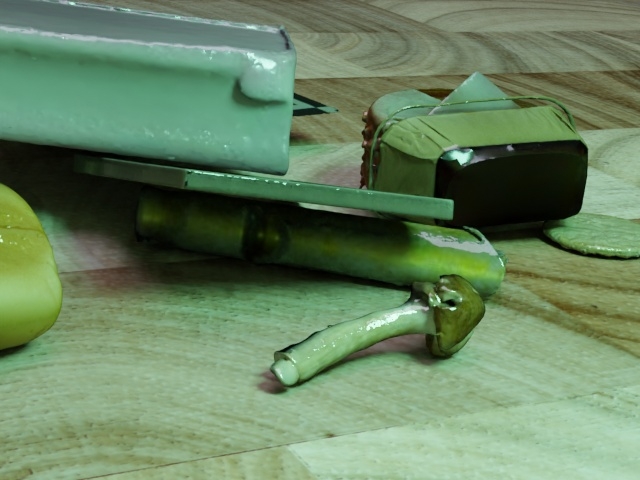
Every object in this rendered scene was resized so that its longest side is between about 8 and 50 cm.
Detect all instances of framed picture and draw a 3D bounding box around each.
[{"bbox_3d":[-0.063,-0.049,1.172,0.241,0.020,0.324,6,3,-27],"label":"framed picture"}]

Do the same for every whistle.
[{"bbox_3d":[0.000,-0.001,1.160,0.327,0.057,0.068,8,19,6],"label":"whistle"}]

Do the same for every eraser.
[{"bbox_3d":[-0.208,-0.162,1.279,0.359,0.122,0.272,6,14,-5],"label":"eraser"}]

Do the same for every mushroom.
[{"bbox_3d":[0.041,0.074,0.978,0.187,0.061,0.060,-19,15,-27],"label":"mushroom"}]

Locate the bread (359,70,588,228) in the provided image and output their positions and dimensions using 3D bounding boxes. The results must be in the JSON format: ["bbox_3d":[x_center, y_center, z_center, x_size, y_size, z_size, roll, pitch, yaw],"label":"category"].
[{"bbox_3d":[0.146,-0.091,1.331,0.224,0.142,0.212,-5,24,-20],"label":"bread"}]

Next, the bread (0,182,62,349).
[{"bbox_3d":[-0.304,0.020,0.869,0.091,0.142,0.305,-34,-19,28],"label":"bread"}]

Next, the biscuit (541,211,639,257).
[{"bbox_3d":[0.276,-0.006,1.314,0.120,0.015,0.120,5,18,-2],"label":"biscuit"}]

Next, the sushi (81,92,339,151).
[{"bbox_3d":[-0.223,-0.155,1.541,0.343,0.064,0.359,26,25,38],"label":"sushi"}]
